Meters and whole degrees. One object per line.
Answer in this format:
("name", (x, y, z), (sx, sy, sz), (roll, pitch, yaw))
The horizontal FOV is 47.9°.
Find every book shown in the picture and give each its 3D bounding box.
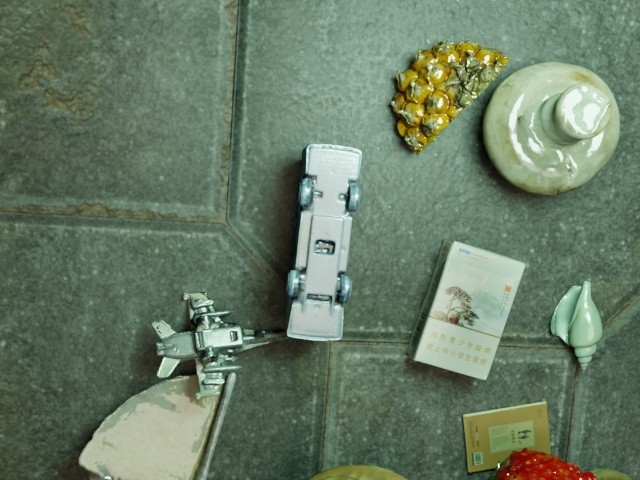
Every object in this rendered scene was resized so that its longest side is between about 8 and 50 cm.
("book", (0.366, 0.385, 1.409), (0.172, 0.012, 0.118), (-7, 98, -7))

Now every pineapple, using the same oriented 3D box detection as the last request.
("pineapple", (0.217, -0.281, 1.238), (0.250, 0.164, 0.140), (-45, 93, 2))

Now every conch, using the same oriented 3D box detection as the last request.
("conch", (0.496, 0.167, 1.383), (0.065, 0.088, 0.180), (-4, 91, -51))

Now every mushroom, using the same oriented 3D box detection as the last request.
("mushroom", (0.411, -0.196, 1.239), (0.243, 0.243, 0.244), (-1, 97, -8))

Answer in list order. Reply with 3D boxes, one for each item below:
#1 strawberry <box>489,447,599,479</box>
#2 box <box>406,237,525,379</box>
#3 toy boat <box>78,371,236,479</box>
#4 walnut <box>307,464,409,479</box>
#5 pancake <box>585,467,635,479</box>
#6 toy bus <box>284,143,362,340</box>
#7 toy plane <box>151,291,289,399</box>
("strawberry", (0.451, 0.545, 1.309), (0.351, 0.267, 0.312), (10, 130, 8))
("box", (0.269, 0.126, 1.338), (0.149, 0.067, 0.233), (17, 95, -12))
("toy boat", (-0.284, 0.387, 1.281), (0.275, 0.111, 0.294), (-2, 85, -8))
("walnut", (0.067, 0.572, 1.206), (0.383, 0.383, 0.384), (-1, 97, -8))
("pancake", (0.560, 0.575, 1.445), (0.222, 0.042, 0.236), (42, 90, -12))
("toy bus", (0.000, 0.000, 1.248), (0.109, 0.136, 0.330), (6, 96, -7))
("toy plane", (-0.160, 0.174, 1.273), (0.261, 0.088, 0.192), (-8, 70, -11))
